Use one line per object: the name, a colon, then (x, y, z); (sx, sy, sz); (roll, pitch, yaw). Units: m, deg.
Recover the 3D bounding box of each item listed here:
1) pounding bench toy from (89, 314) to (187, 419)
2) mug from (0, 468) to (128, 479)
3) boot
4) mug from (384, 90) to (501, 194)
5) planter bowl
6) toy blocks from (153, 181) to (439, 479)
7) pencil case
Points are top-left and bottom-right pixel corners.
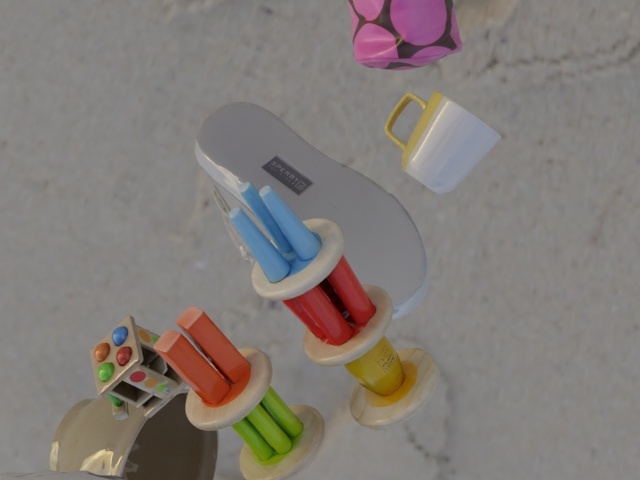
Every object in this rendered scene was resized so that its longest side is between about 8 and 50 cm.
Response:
pounding bench toy: (-0.165, 0.114, 1.482); (0.083, 0.052, 0.065); (-42, 132, 22)
mug: (-0.200, 0.266, 0.867); (0.328, 0.374, 0.276); (-32, 77, 44)
boot: (0.000, 0.000, 1.394); (0.258, 0.095, 0.123); (45, 162, 36)
mug: (0.091, -0.073, 1.345); (0.062, 0.078, 0.064); (32, 94, -31)
planter bowl: (-0.184, 0.206, 1.652); (0.109, 0.162, 0.162); (12, 136, 28)
toy blocks: (-0.027, 0.045, 0.888); (0.123, 0.054, 0.148); (-28, 123, 13)
pencil case: (0.041, -0.235, 1.389); (0.098, 0.095, 0.209); (-13, 96, 24)
